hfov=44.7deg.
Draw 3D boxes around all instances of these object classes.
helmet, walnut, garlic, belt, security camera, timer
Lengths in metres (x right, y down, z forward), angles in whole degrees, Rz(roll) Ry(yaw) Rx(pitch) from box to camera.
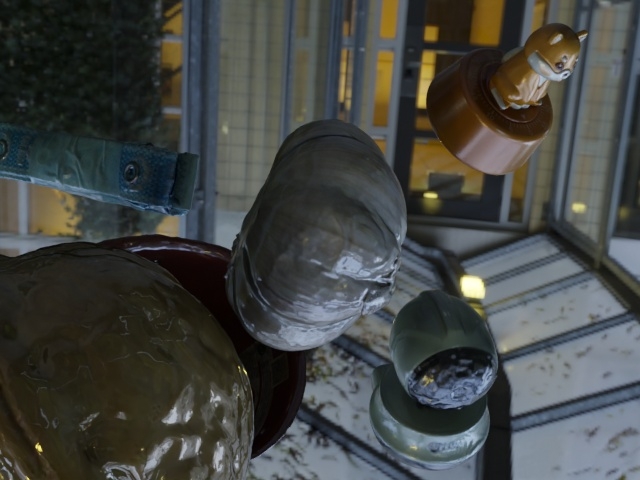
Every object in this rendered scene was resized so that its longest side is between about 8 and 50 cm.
[{"bbox_3d":[-0.234,0.188,1.140,0.385,0.338,0.230,18,145,-20],"label":"helmet"},{"bbox_3d":[-0.199,0.142,0.604,0.277,0.313,0.252,-12,-145,18],"label":"walnut"},{"bbox_3d":[0.001,0.001,0.755,0.152,0.228,0.228,19,-171,-16],"label":"garlic"},{"bbox_3d":[-0.252,-0.082,0.850,0.302,0.072,0.087,12,178,30],"label":"belt"},{"bbox_3d":[0.182,0.207,1.206,0.197,0.277,0.191,-2,-141,-7],"label":"security camera"},{"bbox_3d":[0.198,-0.157,0.770,0.132,0.132,0.152,-3,156,-30],"label":"timer"}]
